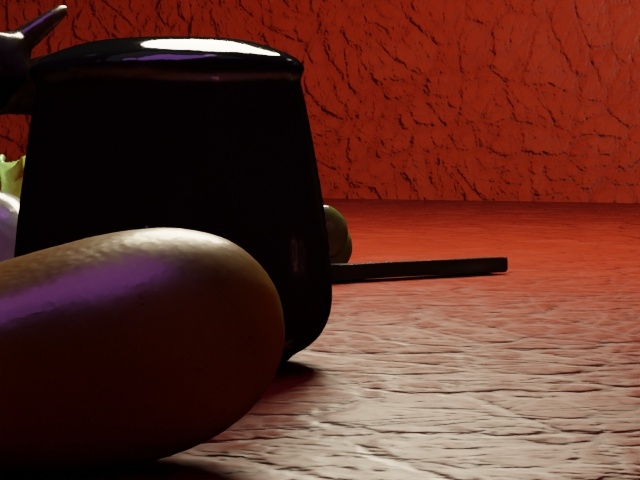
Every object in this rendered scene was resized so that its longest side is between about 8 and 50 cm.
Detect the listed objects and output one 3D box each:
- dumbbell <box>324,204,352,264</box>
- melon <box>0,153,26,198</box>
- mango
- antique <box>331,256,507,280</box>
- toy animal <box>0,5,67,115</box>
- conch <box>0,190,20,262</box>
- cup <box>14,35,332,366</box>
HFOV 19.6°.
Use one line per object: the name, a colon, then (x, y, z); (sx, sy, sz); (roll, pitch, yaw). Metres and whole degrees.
dumbbell: (0.000, 0.000, 1.577); (0.052, 0.046, 0.118); (-12, -7, 2)
melon: (-0.193, -0.037, 1.775); (0.196, 0.124, 0.323); (-2, -2, -43)
mango: (-0.099, 0.046, 0.676); (0.184, 0.085, 0.102); (-14, 14, -29)
antique: (0.074, 0.024, 1.573); (0.192, 0.015, 0.031); (-2, 0, -32)
toy animal: (-0.252, -0.062, 1.098); (0.298, 0.122, 0.185); (-22, 27, 36)
conch: (-0.173, 0.031, 1.138); (0.176, 0.094, 0.104); (26, -13, -4)
cup: (-0.075, -0.021, 1.007); (0.169, 0.176, 0.223); (-3, 3, 13)
